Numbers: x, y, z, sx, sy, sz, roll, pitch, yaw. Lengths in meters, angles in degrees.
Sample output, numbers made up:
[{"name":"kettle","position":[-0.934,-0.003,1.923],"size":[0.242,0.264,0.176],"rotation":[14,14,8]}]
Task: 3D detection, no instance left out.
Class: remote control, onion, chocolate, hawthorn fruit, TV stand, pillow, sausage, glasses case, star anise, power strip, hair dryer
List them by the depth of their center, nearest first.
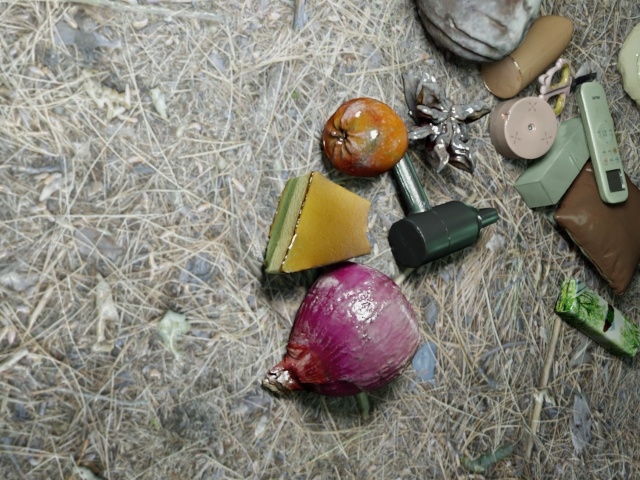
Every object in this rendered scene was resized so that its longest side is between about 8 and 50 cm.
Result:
[{"name":"onion","position":[0.058,0.201,1.656],"size":[0.349,0.159,0.267],"rotation":[-41,104,-31]},{"name":"hawthorn fruit","position":[0.096,-0.211,1.724],"size":[0.173,0.173,0.172],"rotation":[4,83,-33]},{"name":"star anise","position":[0.264,-0.266,1.844],"size":[0.212,0.129,0.282],"rotation":[31,54,-25]},{"name":"hair dryer","position":[0.241,-0.114,1.853],"size":[0.244,0.116,0.302],"rotation":[-21,89,-36]},{"name":"chocolate","position":[0.354,-0.507,1.884],"size":[0.303,0.303,0.212],"rotation":[-22,114,-33]},{"name":"power strip","position":[0.491,-0.270,2.021],"size":[0.154,0.078,0.154],"rotation":[-2,96,-21]},{"name":"sausage","position":[0.508,-0.458,2.047],"size":[0.253,0.123,0.123],"rotation":[-39,106,-30]},{"name":"remote control","position":[0.701,-0.243,2.092],"size":[0.090,0.038,0.309],"rotation":[-9,86,-33]},{"name":"TV stand","position":[0.599,-0.199,2.101],"size":[0.082,0.088,0.269],"rotation":[51,62,-18]},{"name":"glasses case","position":[0.714,0.201,2.148],"size":[0.272,0.062,0.095],"rotation":[32,69,-27]},{"name":"pillow","position":[0.744,-0.067,2.169],"size":[0.308,0.108,0.305],"rotation":[45,62,-20]}]

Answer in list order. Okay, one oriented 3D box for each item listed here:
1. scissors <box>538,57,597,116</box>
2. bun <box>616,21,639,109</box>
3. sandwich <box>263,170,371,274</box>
[{"name":"scissors","position":[0.639,-0.400,2.164],"size":[0.318,0.024,0.160],"rotation":[-23,125,-43]},{"name":"bun","position":[0.935,-0.473,2.322],"size":[0.287,0.146,0.287],"rotation":[-1,94,-22]},{"name":"sandwich","position":[0.000,0.000,1.666],"size":[0.186,0.108,0.220],"rotation":[29,68,-27]}]
